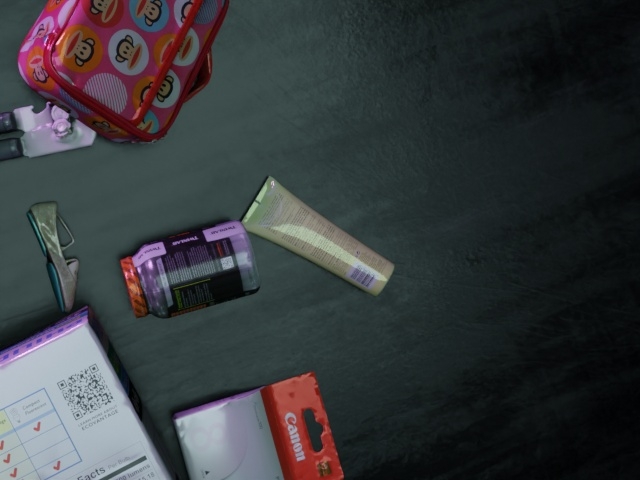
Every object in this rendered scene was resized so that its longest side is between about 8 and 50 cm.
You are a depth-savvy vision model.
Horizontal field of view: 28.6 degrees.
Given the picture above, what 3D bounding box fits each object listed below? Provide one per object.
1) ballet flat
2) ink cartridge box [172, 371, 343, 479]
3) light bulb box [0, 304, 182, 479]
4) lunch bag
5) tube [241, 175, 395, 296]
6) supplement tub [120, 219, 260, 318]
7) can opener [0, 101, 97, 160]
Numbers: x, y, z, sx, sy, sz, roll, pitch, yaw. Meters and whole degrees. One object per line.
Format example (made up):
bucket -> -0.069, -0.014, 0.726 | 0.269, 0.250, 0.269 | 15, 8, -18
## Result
ballet flat -> -0.384, 0.023, 1.854 | 0.052, 0.057, 0.168 | -20, 97, -20
ink cartridge box -> -0.093, 0.324, 1.932 | 0.232, 0.066, 0.189 | -16, 96, -6
light bulb box -> -0.405, 0.333, 1.780 | 0.358, 0.225, 0.361 | -26, 97, -8
lunch bag -> -0.262, -0.288, 1.789 | 0.258, 0.120, 0.293 | 35, 69, -33
tube -> 0.000, 0.000, 1.933 | 0.240, 0.062, 0.070 | 31, 43, -7
supplement tub -> -0.194, 0.047, 1.862 | 0.191, 0.117, 0.117 | -15, 96, -11
can opener -> -0.454, -0.149, 1.820 | 0.281, 0.093, 0.074 | -12, 94, -2
